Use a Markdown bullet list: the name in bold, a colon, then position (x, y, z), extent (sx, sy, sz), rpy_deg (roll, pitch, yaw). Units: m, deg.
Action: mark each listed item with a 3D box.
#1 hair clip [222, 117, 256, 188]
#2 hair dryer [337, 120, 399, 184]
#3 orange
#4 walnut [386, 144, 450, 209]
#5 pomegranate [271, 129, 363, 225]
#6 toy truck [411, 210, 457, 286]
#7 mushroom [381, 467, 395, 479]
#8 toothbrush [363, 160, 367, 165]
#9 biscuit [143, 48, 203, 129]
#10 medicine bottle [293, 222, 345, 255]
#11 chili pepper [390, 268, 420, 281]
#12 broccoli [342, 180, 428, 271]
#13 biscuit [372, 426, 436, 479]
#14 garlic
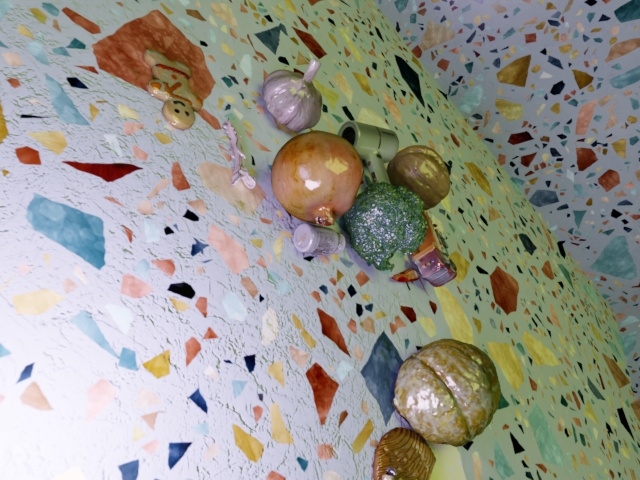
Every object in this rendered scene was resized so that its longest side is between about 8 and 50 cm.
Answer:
- **hair clip**: position (-0.219, -0.234, 1.247), extent (0.072, 0.034, 0.226), rpy_deg (17, 49, -45)
- **hair dryer**: position (0.198, -0.246, 1.626), extent (0.203, 0.128, 0.362), rpy_deg (3, 63, -36)
- **orange**: position (0.381, 0.408, 1.290), extent (0.369, 0.210, 0.271), rpy_deg (-9, 68, -53)
- **walnut**: position (0.361, -0.236, 1.756), extent (0.257, 0.257, 0.224), rpy_deg (41, 7, -19)
- **pomegranate**: position (-0.006, -0.154, 1.243), extent (0.229, 0.252, 0.270), rpy_deg (9, 61, -39)
- **toy truck**: position (0.385, 0.028, 1.637), extent (0.135, 0.114, 0.270), rpy_deg (34, 32, -33)
- **mushroom**: position (0.158, 0.595, 1.001), extent (0.060, 0.061, 0.187), rpy_deg (12, 62, -30)
- **toothbrush**: position (0.228, -0.198, 1.696), extent (0.029, 0.025, 0.307), rpy_deg (-5, 58, -41)
- **biscuit**: position (-0.373, -0.385, 1.193), extent (0.153, 0.030, 0.234), rpy_deg (9, 56, -42)
- **medicine bottle**: position (0.000, 0.000, 1.275), extent (0.140, 0.079, 0.079), rpy_deg (9, 56, -44)
- **chili pepper**: position (0.280, 0.121, 1.540), extent (0.178, 0.027, 0.045), rpy_deg (-5, 62, -50)
- **broccoli**: position (0.199, -0.049, 1.442), extent (0.269, 0.261, 0.241), rpy_deg (32, -6, 35)
- **biscuit**: position (0.207, 0.548, 1.129), extent (0.228, 0.031, 0.176), rpy_deg (-23, 80, -54)
- **garlic**: position (-0.064, -0.472, 1.456), extent (0.218, 0.212, 0.218), rpy_deg (26, 42, -26)
